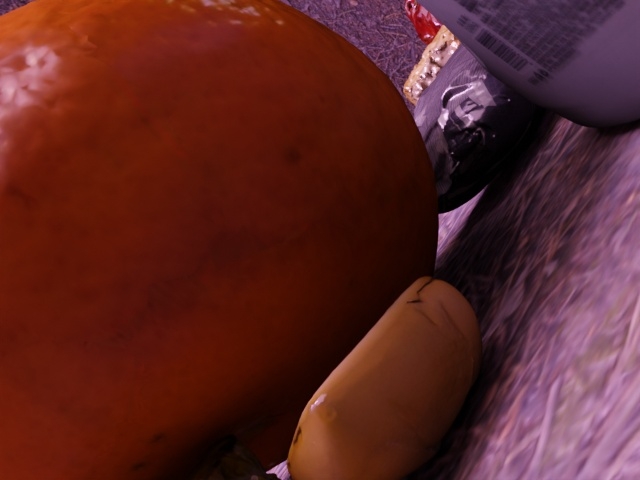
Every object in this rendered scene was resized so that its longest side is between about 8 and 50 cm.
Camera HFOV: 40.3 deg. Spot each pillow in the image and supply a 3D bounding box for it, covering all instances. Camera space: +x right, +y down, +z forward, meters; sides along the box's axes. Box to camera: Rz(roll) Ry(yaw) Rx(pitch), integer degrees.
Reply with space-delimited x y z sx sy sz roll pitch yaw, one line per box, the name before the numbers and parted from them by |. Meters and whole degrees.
pillow | 0.171 -0.159 0.784 0.335 0.092 0.161 -55 6 -34

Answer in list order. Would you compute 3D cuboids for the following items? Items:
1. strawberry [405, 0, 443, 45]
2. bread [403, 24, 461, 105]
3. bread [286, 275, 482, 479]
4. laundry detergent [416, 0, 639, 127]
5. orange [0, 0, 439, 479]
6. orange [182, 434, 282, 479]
strawberry | 0.250 -0.369 1.228 0.274 0.220 0.274 -25 51 36
bread | 0.197 -0.227 0.986 0.246 0.121 0.174 -53 1 9
bread | 0.035 0.073 0.398 0.115 0.056 0.082 -43 -18 -42
laundry detergent | 0.029 -0.217 0.423 0.125 0.397 0.264 -56 1 -7
orange | -0.120 0.006 0.626 0.423 0.326 0.424 -31 -25 -16
orange | -0.078 0.189 0.464 0.169 0.112 0.160 -30 -2 21
